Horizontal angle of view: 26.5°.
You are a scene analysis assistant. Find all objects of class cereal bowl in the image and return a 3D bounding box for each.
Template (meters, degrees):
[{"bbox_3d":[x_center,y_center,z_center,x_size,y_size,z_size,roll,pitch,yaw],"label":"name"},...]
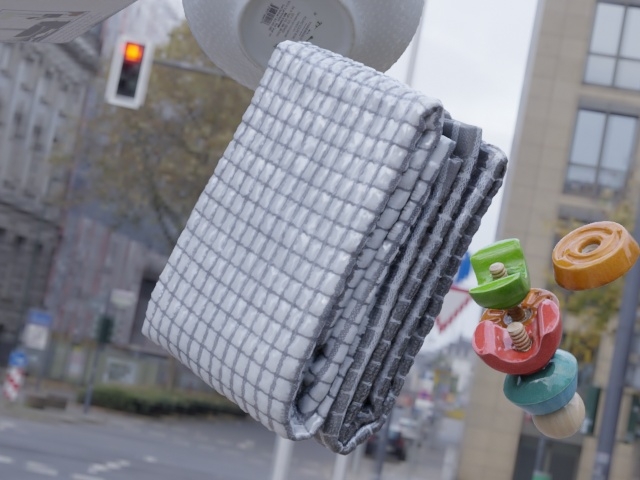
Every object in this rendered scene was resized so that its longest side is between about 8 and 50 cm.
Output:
[{"bbox_3d":[-0.026,-0.316,1.819,0.339,0.141,0.339,2,-46,3],"label":"cereal bowl"}]

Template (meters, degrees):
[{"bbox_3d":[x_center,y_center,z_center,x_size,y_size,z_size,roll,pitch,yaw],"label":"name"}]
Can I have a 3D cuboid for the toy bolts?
[{"bbox_3d":[0.276,0.109,1.548,0.218,0.228,0.158,-18,-62,22],"label":"toy bolts"}]

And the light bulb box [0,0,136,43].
[{"bbox_3d":[-0.404,-0.413,1.474,0.361,0.358,0.225,-8,-8,-43],"label":"light bulb box"}]

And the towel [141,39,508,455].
[{"bbox_3d":[0.000,0.000,1.082,0.121,0.284,0.235,24,3,-38],"label":"towel"}]
